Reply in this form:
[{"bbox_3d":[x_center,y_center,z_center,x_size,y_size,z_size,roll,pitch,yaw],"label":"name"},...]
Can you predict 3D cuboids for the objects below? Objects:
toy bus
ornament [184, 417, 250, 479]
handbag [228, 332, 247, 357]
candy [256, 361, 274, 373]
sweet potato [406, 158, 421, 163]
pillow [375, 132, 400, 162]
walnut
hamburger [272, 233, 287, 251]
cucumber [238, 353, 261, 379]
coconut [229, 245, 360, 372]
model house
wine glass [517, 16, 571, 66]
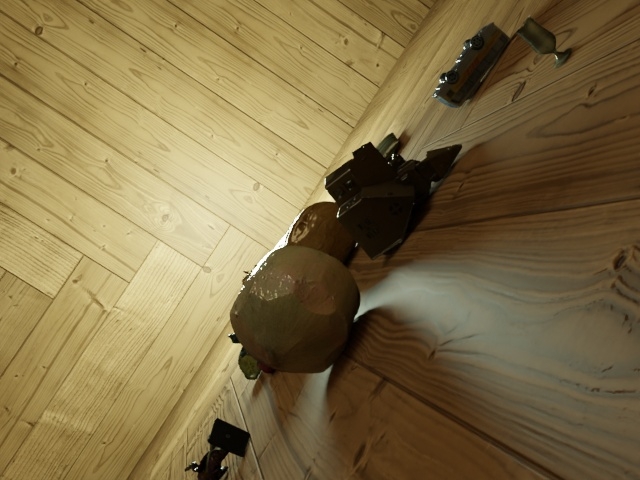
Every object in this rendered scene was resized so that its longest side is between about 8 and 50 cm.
[{"bbox_3d":[0.315,-0.366,1.571,0.190,0.075,0.064,-55,9,4],"label":"toy bus"},{"bbox_3d":[-0.236,0.470,1.553,0.203,0.081,0.088,-54,7,23],"label":"ornament"},{"bbox_3d":[-0.123,0.197,1.786,0.179,0.062,0.229,-36,-3,2],"label":"handbag"},{"bbox_3d":[-0.109,0.266,1.762,0.103,0.043,0.103,-55,4,5],"label":"candy"},{"bbox_3d":[0.179,-0.136,1.565,0.053,0.054,0.182,-49,3,-13],"label":"sweet potato"},{"bbox_3d":[0.182,-0.250,2.112,0.113,0.038,0.203,-52,9,13],"label":"pillow"},{"bbox_3d":[0.000,0.000,1.753,0.197,0.165,0.165,-51,5,-15],"label":"walnut"},{"bbox_3d":[-0.060,0.045,2.057,0.231,0.107,0.231,-35,16,11],"label":"hamburger"},{"bbox_3d":[-0.140,0.244,1.975,0.077,0.077,0.265,-49,9,48],"label":"cucumber"},{"bbox_3d":[-0.045,0.127,1.287,0.224,0.224,0.234,-51,-3,37],"label":"coconut"},{"bbox_3d":[0.148,-0.120,1.385,0.248,0.176,0.181,-36,15,22],"label":"model house"},{"bbox_3d":[0.334,-0.298,1.117,0.039,0.083,0.042,-45,10,38],"label":"wine glass"}]
